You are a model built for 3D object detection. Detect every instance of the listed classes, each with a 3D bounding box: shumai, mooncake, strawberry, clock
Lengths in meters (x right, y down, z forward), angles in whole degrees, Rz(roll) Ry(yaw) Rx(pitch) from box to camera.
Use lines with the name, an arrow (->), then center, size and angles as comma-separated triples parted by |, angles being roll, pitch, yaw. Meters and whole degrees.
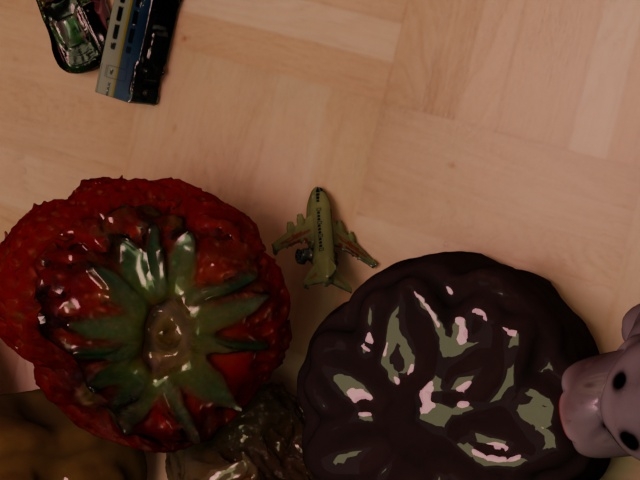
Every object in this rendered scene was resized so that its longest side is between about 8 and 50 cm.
shumai -> -0.084, 0.231, 1.537 | 0.166, 0.175, 0.206 | -21, 82, 23
mooncake -> -0.281, 0.256, 1.591 | 0.117, 0.234, 0.235 | 30, 105, 44
strawberry -> -0.162, 0.052, 1.523 | 0.238, 0.288, 0.250 | -34, 104, -7
mooncake -> 0.111, 0.151, 1.470 | 0.283, 0.141, 0.283 | 3, 96, 25
clock -> 0.292, 0.119, 1.330 | 0.188, 0.254, 0.189 | 3, 96, 28

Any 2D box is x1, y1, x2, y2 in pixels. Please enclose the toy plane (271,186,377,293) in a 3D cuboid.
toy plane -> 0.000, 0.000, 1.550 | 0.040, 0.102, 0.111 | -51, 37, 42

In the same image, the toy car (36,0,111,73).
toy car -> -0.245, -0.232, 1.647 | 0.069, 0.055, 0.142 | -22, 86, 20

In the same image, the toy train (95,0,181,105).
toy train -> -0.159, -0.247, 1.611 | 0.051, 0.052, 0.234 | 17, 100, 26
